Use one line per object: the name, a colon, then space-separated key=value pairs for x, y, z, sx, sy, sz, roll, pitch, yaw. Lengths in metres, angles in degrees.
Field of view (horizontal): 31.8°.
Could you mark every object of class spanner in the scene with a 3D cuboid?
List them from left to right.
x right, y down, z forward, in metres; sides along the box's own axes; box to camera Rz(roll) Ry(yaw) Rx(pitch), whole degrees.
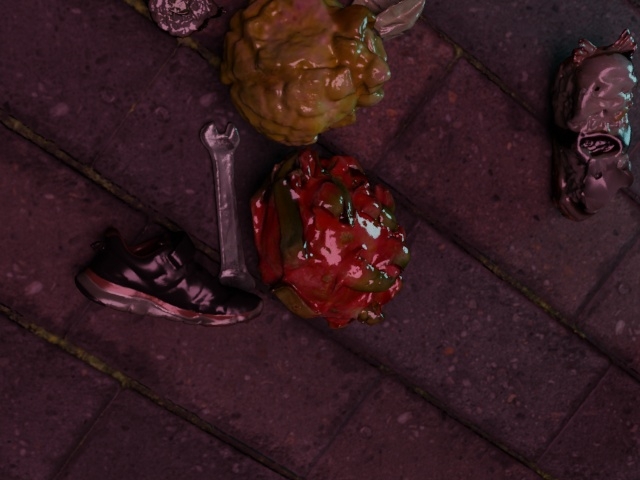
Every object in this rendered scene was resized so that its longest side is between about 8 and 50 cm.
spanner: x=-0.145 y=-0.042 z=1.771 sx=0.071 sy=0.017 sz=0.302 roll=-8 pitch=109 yaw=-15

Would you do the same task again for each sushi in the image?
sushi: x=-0.200 y=-0.338 z=1.625 sx=0.094 sy=0.084 sz=0.098 roll=-39 pitch=111 yaw=0
sushi: x=0.450 y=-0.183 z=1.848 sx=0.124 sy=0.130 sz=0.332 roll=-10 pitch=110 yaw=-14

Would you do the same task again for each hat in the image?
hat: x=0.102 y=-0.380 z=1.720 sx=0.122 sy=0.081 sz=0.166 roll=2 pitch=93 yaw=22

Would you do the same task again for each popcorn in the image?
popcorn: x=-0.020 y=-0.250 z=1.639 sx=0.259 sy=0.212 sz=0.259 roll=0 pitch=68 yaw=1

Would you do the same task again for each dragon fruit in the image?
dragon fruit: x=0.010 y=-0.006 z=1.714 sx=0.237 sy=0.231 sz=0.303 roll=-27 pitch=114 yaw=-1

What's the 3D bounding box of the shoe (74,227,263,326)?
shoe: x=-0.225 y=0.051 z=1.731 sx=0.290 sy=0.114 sz=0.137 roll=14 pitch=97 yaw=-17
